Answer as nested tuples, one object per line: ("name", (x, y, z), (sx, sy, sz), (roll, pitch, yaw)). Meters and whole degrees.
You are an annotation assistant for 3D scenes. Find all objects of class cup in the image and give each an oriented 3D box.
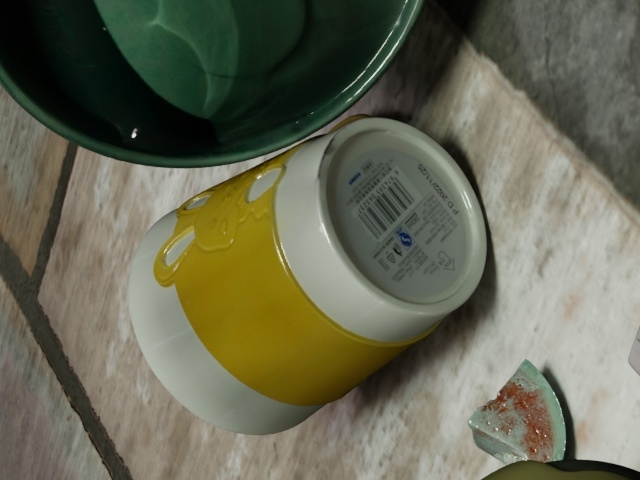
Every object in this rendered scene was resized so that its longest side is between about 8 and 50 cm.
("cup", (0.000, 0.000, 1.389), (0.226, 0.185, 0.241), (-31, 33, 49))
("cup", (-0.070, -0.276, 1.380), (0.392, 0.401, 0.310), (-115, 13, -57))

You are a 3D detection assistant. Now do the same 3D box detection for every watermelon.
("watermelon", (0.124, 0.127, 1.267), (0.085, 0.061, 0.085), (-173, 90, -65))

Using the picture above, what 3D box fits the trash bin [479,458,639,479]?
("trash bin", (0.172, 0.255, 1.039), (0.334, 0.214, 0.214), (55, 135, 46))

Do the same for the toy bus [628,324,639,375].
("toy bus", (0.228, 0.014, 1.089), (0.057, 0.072, 0.172), (44, 127, 44))
